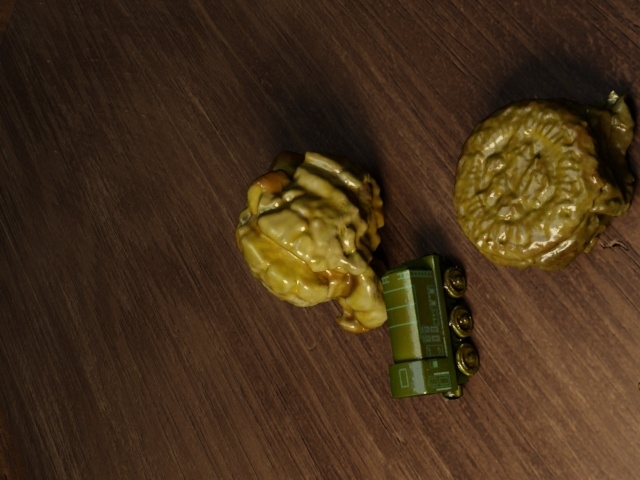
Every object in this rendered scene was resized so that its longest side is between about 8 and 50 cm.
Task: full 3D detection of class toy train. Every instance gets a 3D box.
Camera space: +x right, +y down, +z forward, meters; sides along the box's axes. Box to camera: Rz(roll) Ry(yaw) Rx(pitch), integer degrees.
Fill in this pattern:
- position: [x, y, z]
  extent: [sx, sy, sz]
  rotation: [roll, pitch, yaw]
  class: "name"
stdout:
- position: [0.159, 0.128, 1.445]
  extent: [0.090, 0.137, 0.225]
  rotation: [-20, 74, 46]
  class: "toy train"

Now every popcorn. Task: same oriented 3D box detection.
- position: [0.000, 0.000, 1.551]
  extent: [0.225, 0.265, 0.332]
  rotation: [-35, 80, 36]
  class: "popcorn"

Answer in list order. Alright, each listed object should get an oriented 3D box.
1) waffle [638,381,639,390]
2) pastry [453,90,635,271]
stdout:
- position: [0.498, 0.215, 1.058]
  extent: [0.261, 0.151, 0.324]
  rotation: [-25, 68, 41]
  class: "waffle"
- position: [0.296, -0.078, 1.308]
  extent: [0.235, 0.132, 0.240]
  rotation: [-5, 85, 49]
  class: "pastry"
